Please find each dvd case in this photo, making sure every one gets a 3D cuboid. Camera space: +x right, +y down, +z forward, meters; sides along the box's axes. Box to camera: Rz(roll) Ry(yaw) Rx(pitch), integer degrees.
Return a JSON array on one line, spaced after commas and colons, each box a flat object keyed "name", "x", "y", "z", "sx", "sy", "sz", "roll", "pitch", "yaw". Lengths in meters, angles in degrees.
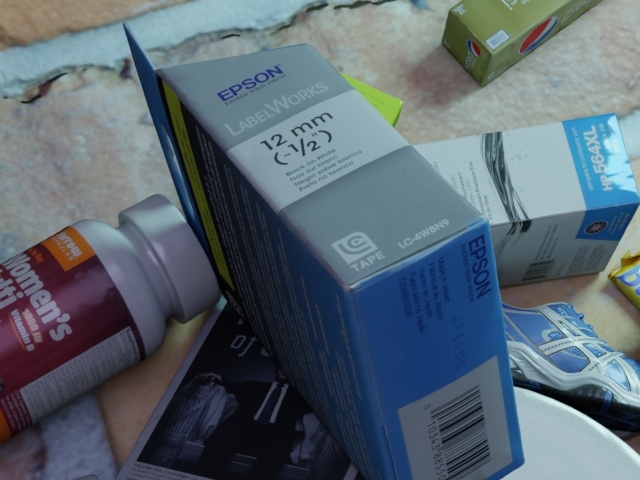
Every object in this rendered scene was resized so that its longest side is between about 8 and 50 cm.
[{"name": "dvd case", "x": -0.029, "y": 0.123, "z": 1.480, "sx": 0.179, "sy": 0.029, "sz": 0.238, "roll": 10, "pitch": 50, "yaw": 23}]

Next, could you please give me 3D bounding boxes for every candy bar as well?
[{"name": "candy bar", "x": 0.299, "y": 0.073, "z": 1.596, "sx": 0.040, "sy": 0.018, "sz": 0.161, "roll": -38, "pitch": 76, "yaw": -18}]

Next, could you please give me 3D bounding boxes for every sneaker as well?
[{"name": "sneaker", "x": 0.203, "y": 0.094, "z": 1.545, "sx": 0.211, "sy": 0.080, "sz": 0.081, "roll": 19, "pitch": 70, "yaw": 2}]

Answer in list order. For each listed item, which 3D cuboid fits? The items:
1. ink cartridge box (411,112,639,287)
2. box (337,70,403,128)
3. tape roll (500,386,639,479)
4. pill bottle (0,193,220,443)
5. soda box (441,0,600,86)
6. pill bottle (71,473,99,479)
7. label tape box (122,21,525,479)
[{"name": "ink cartridge box", "x": 0.134, "y": -0.022, "z": 1.552, "sx": 0.203, "sy": 0.148, "sz": 0.086, "roll": -8, "pitch": 69, "yaw": -8}, {"name": "box", "x": -0.017, "y": -0.060, "z": 1.614, "sx": 0.109, "sy": 0.042, "sz": 0.178, "roll": 25, "pitch": 68, "yaw": 7}, {"name": "tape roll", "x": 0.102, "y": 0.295, "z": 1.457, "sx": 0.392, "sy": 0.072, "sz": 0.392, "roll": 1, "pitch": 67, "yaw": -3}, {"name": "pill bottle", "x": -0.197, "y": 0.059, "z": 1.508, "sx": 0.221, "sy": 0.121, "sz": 0.121, "roll": -31, "pitch": 73, "yaw": -15}, {"name": "soda box", "x": 0.192, "y": -0.213, "z": 1.684, "sx": 0.181, "sy": 0.061, "sz": 0.058, "roll": -36, "pitch": 74, "yaw": -17}, {"name": "pill bottle", "x": -0.255, "y": 0.255, "z": 1.415, "sx": 0.229, "sy": 0.131, "sz": 0.131, "roll": -18, "pitch": 70, "yaw": -12}, {"name": "label tape box", "x": 0.000, "y": 0.000, "z": 1.394, "sx": 0.115, "sy": 0.249, "sz": 0.347, "roll": -26, "pitch": 45, "yaw": -13}]
